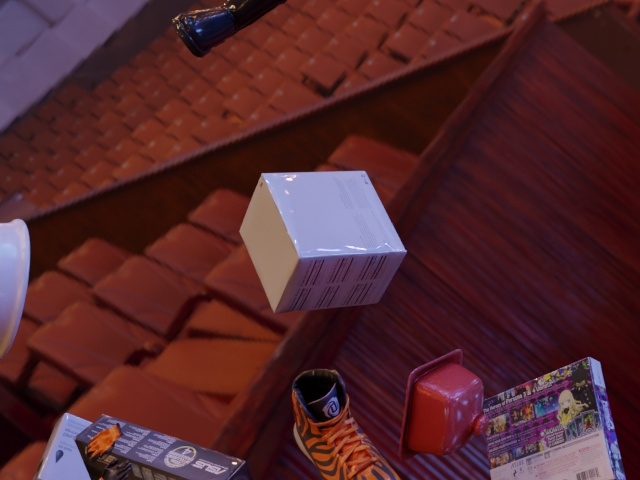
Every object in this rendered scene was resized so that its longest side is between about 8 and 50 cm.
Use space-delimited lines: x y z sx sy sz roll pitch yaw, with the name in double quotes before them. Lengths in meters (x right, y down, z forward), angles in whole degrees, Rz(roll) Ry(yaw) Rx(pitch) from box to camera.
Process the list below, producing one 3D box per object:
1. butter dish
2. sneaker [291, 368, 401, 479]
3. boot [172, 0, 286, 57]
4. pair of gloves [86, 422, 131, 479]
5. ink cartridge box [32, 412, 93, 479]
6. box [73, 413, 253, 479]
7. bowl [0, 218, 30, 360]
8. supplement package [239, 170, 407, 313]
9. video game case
"butter dish" 0.209 0.272 1.631 0.160 0.118 0.160 -14 -63 -49
"sneaker" 0.033 0.341 1.740 0.125 0.321 0.180 -30 -46 -19
"boot" -0.170 -0.462 2.056 0.207 0.094 0.246 -33 6 17
"pair of gloves" -0.292 0.301 1.429 0.074 0.083 0.010 -37 -30 23
"ink cartridge box" -0.529 0.559 2.289 0.121 0.211 0.289 -43 27 57
"box" -0.267 0.518 1.989 0.395 0.318 0.097 9 33 38
"bowl" -0.690 0.090 2.082 0.298 0.134 0.297 -29 55 53
"supplement package" 0.000 0.000 1.774 0.203 0.194 0.149 -3 -40 -28
"video game case" 0.378 0.330 1.723 0.232 0.042 0.210 -32 49 36
